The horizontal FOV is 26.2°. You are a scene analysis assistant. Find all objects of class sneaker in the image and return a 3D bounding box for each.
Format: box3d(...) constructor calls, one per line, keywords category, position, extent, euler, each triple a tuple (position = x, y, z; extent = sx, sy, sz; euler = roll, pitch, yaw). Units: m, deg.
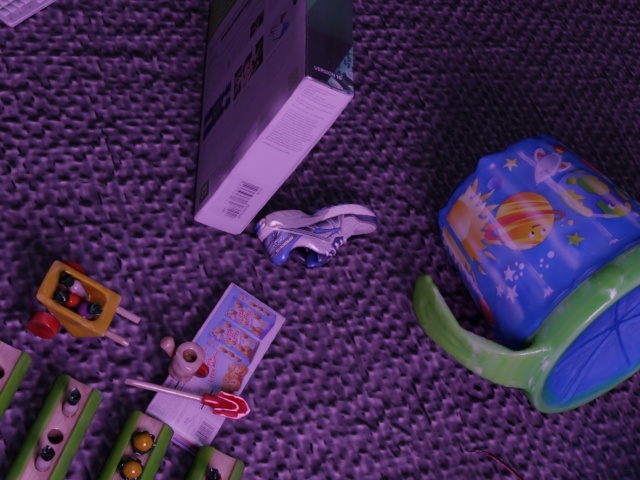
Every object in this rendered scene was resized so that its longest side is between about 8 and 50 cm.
box3d(category="sneaker", position=(0.000, 0.000, 1.390), extent=(0.135, 0.052, 0.058), euler=(-8, 70, -27))

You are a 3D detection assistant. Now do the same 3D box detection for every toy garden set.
box3d(category="toy garden set", position=(-0.169, 0.136, 1.147), extent=(0.244, 0.049, 0.204), euler=(27, 54, -7))

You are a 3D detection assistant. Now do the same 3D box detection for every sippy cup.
box3d(category="sippy cup", position=(0.244, 0.020, 1.409), extent=(0.305, 0.240, 0.224), euler=(12, 34, -55))

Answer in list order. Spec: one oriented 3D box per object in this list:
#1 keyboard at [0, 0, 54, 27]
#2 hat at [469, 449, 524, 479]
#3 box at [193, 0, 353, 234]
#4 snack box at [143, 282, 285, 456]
box3d(category="keyboard", position=(-0.278, -0.302, 1.478), extent=(0.072, 0.014, 0.256), euler=(41, 45, 3))
box3d(category="hat", position=(0.278, 0.299, 1.333), extent=(0.173, 0.183, 0.209), euler=(-15, 106, -31))
box3d(category="box", position=(-0.046, -0.197, 1.382), extent=(0.058, 0.232, 0.322), euler=(19, 48, -24))
box3d(category="snack box", position=(-0.095, 0.115, 1.253), extent=(0.064, 0.022, 0.178), euler=(34, 45, -2))
